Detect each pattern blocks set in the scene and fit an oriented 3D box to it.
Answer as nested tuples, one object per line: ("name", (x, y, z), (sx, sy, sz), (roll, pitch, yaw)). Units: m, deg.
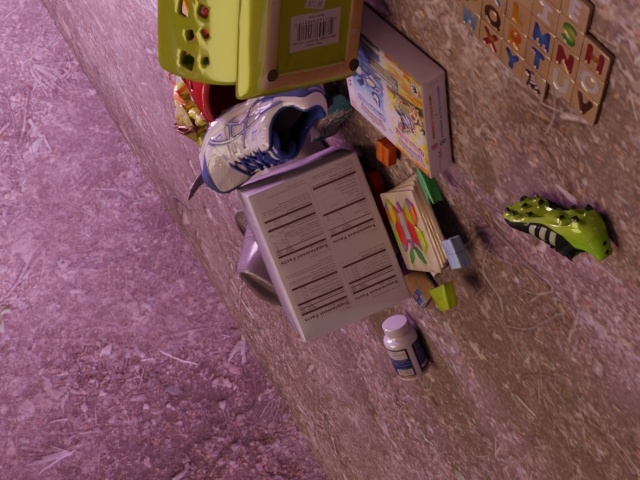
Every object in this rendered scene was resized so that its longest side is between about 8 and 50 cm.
("pattern blocks set", (0.144, -0.023, 1.892), (0.325, 0.026, 0.285), (119, 128, -74))

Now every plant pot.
("plant pot", (-0.068, -0.316, 1.622), (0.207, 0.228, 0.227), (34, 130, 41))
("plant pot", (-0.147, -0.294, 2.063), (0.174, 0.191, 0.191), (46, 161, 45))

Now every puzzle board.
("puzzle board", (0.165, 0.064, 2.119), (0.096, 0.011, 0.128), (54, 165, 12))

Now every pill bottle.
("pill bottle", (0.159, 0.202, 2.297), (0.067, 0.067, 0.120), (34, 152, 56))

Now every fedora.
("fedora", (-0.073, 0.057, 2.426), (0.275, 0.124, 0.244), (35, 159, -31))

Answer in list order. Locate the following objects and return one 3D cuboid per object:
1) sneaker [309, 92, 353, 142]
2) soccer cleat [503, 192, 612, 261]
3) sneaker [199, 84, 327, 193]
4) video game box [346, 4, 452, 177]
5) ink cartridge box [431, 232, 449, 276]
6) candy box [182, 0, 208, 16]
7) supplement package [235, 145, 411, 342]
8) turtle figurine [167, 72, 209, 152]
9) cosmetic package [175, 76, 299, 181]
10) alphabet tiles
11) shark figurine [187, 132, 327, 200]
("sneaker", (0.002, -0.217, 1.993), (0.076, 0.065, 0.166), (66, 161, 6))
("soccer cleat", (0.288, -0.013, 1.491), (0.179, 0.060, 0.072), (19, 140, 63))
("sneaker", (-0.098, -0.164, 1.963), (0.296, 0.112, 0.131), (-50, 42, 32))
("video game box", (0.104, -0.213, 1.703), (0.205, 0.048, 0.187), (47, 163, 36))
("ink cartridge box", (0.186, 0.021, 1.931), (0.048, 0.028, 0.083), (57, 165, 14))
("candy box", (-0.194, -0.430, 2.104), (0.027, 0.105, 0.206), (38, 156, 52))
("supplement package", (0.000, 0.000, 2.052), (0.199, 0.198, 0.262), (-144, 32, -77))
("turtle figurine", (-0.231, -0.218, 2.312), (0.269, 0.087, 0.217), (29, 147, 58))
("cosmetic package", (-0.151, -0.211, 2.410), (0.377, 0.097, 0.284), (56, 166, 7))
("alphabet tiles", (0.231, -0.237, 1.327), (0.237, 0.009, 0.198), (51, 163, 26))
("shark figurine", (-0.130, -0.171, 2.188), (0.116, 0.278, 0.166), (-36, -69, -63))
